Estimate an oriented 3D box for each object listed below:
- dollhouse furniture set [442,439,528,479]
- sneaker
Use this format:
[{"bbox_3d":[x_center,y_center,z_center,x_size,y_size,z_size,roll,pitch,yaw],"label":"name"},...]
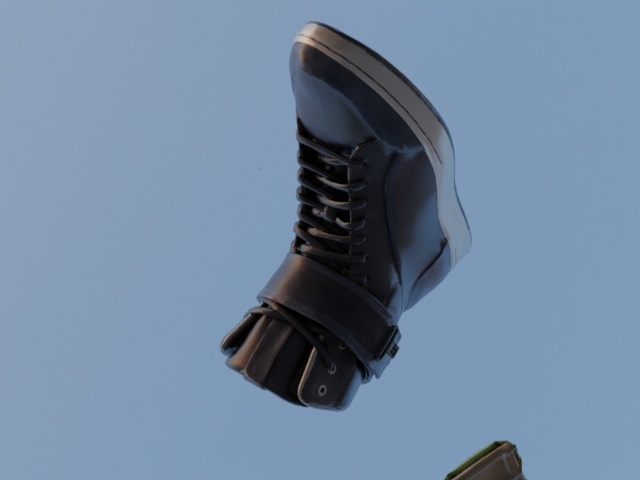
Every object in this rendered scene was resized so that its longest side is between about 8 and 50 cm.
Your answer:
[{"bbox_3d":[0.063,0.180,0.822,0.152,0.058,0.076,-34,-51,-10],"label":"dollhouse furniture set"},{"bbox_3d":[0.002,0.001,0.706,0.086,0.226,0.163,30,-109,36],"label":"sneaker"}]
